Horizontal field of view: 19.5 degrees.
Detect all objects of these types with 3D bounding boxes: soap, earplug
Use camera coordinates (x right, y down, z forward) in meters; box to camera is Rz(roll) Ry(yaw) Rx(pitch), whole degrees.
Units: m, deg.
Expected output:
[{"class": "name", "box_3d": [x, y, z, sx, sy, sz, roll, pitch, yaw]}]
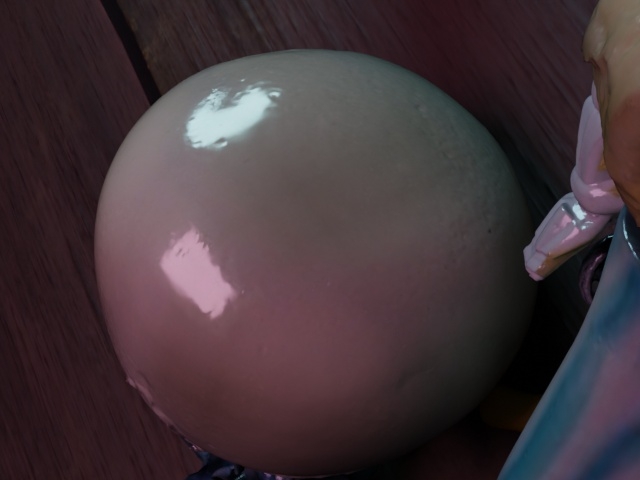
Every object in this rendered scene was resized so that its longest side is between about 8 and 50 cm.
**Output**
[{"class": "soap", "box_3d": [0.146, 0.123, 1.338, 0.089, 0.012, 0.034, 10, 88, 52]}, {"class": "earplug", "box_3d": [0.190, 0.149, 1.153, 0.324, 0.185, 0.185, -62, 40, 27]}]

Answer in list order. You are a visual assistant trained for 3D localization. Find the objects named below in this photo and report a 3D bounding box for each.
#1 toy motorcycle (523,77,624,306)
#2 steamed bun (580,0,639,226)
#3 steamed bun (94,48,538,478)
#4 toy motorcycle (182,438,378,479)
[{"class": "toy motorcycle", "box_3d": [0.217, -0.054, 1.176, 0.228, 0.151, 0.074, -50, 29, 21]}, {"class": "steamed bun", "box_3d": [0.324, -0.095, 0.966, 0.372, 0.230, 0.324, -32, 32, 21]}, {"class": "steamed bun", "box_3d": [0.000, 0.000, 1.304, 0.206, 0.324, 0.324, 107, 150, -48]}, {"class": "toy motorcycle", "box_3d": [-0.058, 0.138, 1.463, 0.154, 0.206, 0.260, -43, 35, -16]}]
